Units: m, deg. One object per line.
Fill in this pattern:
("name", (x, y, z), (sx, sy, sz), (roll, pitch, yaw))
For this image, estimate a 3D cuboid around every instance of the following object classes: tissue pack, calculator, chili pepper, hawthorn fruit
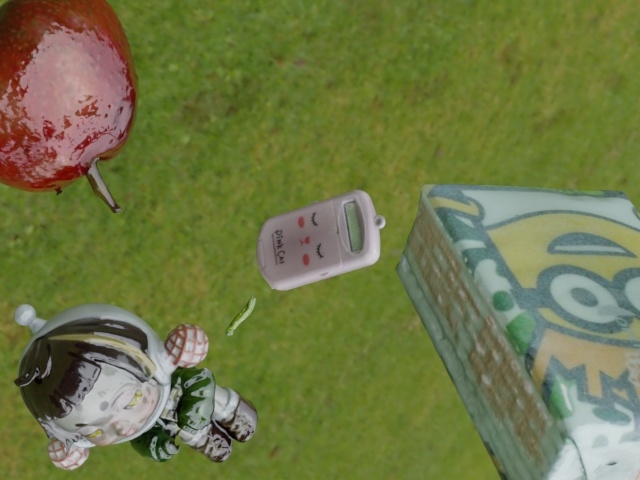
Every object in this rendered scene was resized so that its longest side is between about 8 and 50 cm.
("tissue pack", (0.223, 0.085, 1.004), (0.228, 0.311, 0.128), (1, 127, -22))
("calculator", (0.000, 0.000, 1.466), (0.032, 0.175, 0.100), (34, 42, -59))
("chili pepper", (-0.136, 0.132, 2.031), (0.083, 0.017, 0.030), (-53, -177, -21))
("hawthorn fruit", (-0.299, -0.143, 1.303), (0.230, 0.266, 0.210), (-28, 179, -1))

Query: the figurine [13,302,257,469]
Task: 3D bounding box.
("figurine", (-0.240, 0.193, 1.535), (0.281, 0.167, 0.370), (-42, 134, 19))
